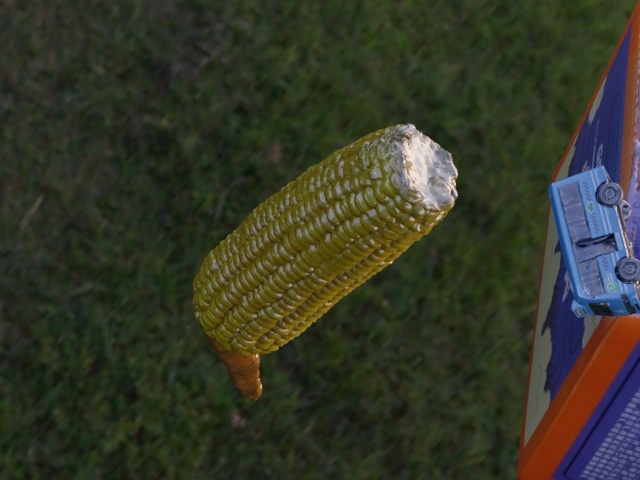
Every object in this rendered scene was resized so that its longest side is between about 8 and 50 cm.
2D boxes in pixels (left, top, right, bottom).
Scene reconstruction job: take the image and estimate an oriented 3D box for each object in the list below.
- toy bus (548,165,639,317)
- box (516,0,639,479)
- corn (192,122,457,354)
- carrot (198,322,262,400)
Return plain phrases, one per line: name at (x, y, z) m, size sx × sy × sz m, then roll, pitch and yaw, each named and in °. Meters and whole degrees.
toy bus at (0.160, 0.003, 0.936) m, size 0.038 × 0.046 × 0.083 m, roll 41°, pitch 36°, yaw -65°
box at (0.356, 0.033, 1.213) m, size 0.348 × 0.257 × 0.319 m, roll 16°, pitch 54°, yaw -2°
corn at (0.000, 0.000, 1.611) m, size 0.131 × 0.344 × 0.131 m, roll 24°, pitch 48°, yaw -30°
carrot at (-0.100, 0.122, 1.899) m, size 0.059 × 0.248 × 0.059 m, roll -4°, pitch 59°, yaw 7°
